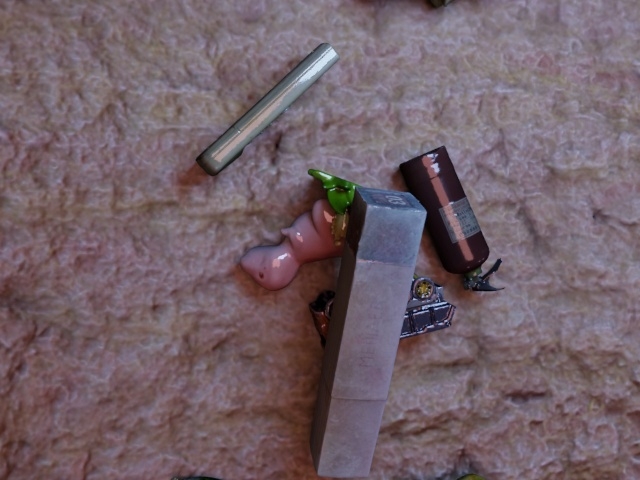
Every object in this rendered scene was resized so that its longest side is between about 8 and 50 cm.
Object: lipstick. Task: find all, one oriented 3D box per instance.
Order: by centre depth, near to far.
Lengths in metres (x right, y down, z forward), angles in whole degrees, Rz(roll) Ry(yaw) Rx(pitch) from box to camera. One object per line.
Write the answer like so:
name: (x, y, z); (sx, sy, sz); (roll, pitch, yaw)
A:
lipstick: (0.052, 0.123, 0.899); (0.076, 0.080, 0.372); (5, 111, -12)

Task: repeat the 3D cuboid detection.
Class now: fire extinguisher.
fire extinguisher: (0.198, -0.022, 1.025); (0.099, 0.071, 0.231); (-29, 96, -35)

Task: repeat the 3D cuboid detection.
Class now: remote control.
remote control: (-0.071, -0.174, 0.963); (0.233, 0.098, 0.038); (-45, 102, -6)

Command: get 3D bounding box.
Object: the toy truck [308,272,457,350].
toy truck: (0.085, 0.103, 0.996); (0.192, 0.083, 0.092); (-13, 97, -9)

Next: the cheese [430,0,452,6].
cheese: (0.142, -0.406, 1.001); (0.202, 0.091, 0.175); (-20, 94, -7)

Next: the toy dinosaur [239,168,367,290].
toy dinosaur: (0.001, 0.001, 0.958); (0.194, 0.152, 0.177); (18, 95, -2)

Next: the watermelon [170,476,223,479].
watermelon: (-0.123, 0.474, 0.941); (0.159, 0.128, 0.304); (0, 90, -9)

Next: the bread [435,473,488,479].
bread: (0.129, 0.388, 1.001); (0.269, 0.087, 0.098); (-8, 90, -8)
